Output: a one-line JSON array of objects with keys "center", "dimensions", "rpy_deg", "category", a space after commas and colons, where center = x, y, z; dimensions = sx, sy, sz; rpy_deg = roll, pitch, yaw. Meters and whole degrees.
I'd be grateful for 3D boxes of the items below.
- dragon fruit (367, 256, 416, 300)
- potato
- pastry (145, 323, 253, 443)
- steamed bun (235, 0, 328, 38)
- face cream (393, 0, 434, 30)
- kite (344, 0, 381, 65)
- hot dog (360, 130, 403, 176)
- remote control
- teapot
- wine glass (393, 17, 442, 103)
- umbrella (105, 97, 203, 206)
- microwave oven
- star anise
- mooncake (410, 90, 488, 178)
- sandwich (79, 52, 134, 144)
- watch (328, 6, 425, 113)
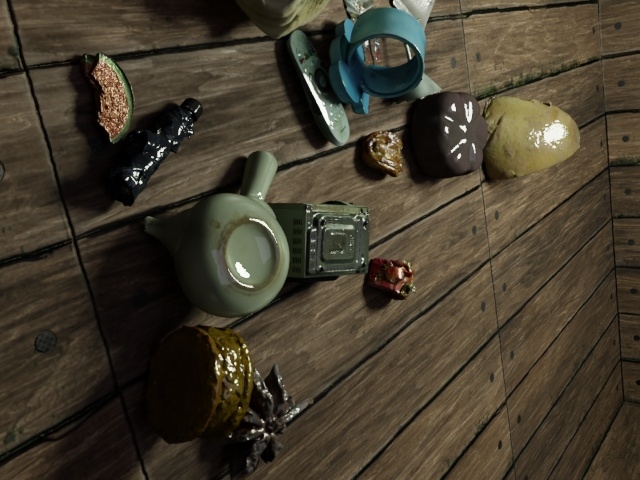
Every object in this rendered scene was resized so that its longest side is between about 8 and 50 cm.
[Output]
[{"center": [0.190, 0.089, 1.541], "dimensions": [0.147, 0.096, 0.102], "rpy_deg": [17, 75, -51], "category": "dragon fruit"}, {"center": [0.637, -0.319, 1.948], "dimensions": [0.189, 0.264, 0.211], "rpy_deg": [-57, 138, -45], "category": "potato"}, {"center": [-0.193, 0.229, 1.023], "dimensions": [0.103, 0.188, 0.189], "rpy_deg": [17, 78, -46], "category": "pastry"}, {"center": [-0.048, -0.547, 1.085], "dimensions": [0.247, 0.339, 0.352], "rpy_deg": [42, 57, 1], "category": "steamed bun"}, {"center": [0.272, -0.696, 1.632], "dimensions": [0.143, 0.089, 0.314], "rpy_deg": [31, 79, -46], "category": "face cream"}, {"center": [0.094, -0.522, 1.462], "dimensions": [0.141, 0.015, 0.245], "rpy_deg": [-26, 108, -46], "category": "kite"}, {"center": [0.156, -0.201, 1.512], "dimensions": [0.147, 0.065, 0.099], "rpy_deg": [18, 68, -47], "category": "hot dog"}, {"center": [-0.005, -0.312, 1.327], "dimensions": [0.097, 0.045, 0.256], "rpy_deg": [-54, 127, -47], "category": "remote control"}, {"center": [-0.130, -0.008, 1.105], "dimensions": [0.318, 0.149, 0.220], "rpy_deg": [-40, 113, -41], "category": "teapot"}, {"center": [0.219, -0.432, 1.543], "dimensions": [0.122, 0.122, 0.183], "rpy_deg": [-32, 112, -45], "category": "wine glass"}, {"center": [-0.261, -0.156, 1.011], "dimensions": [0.071, 0.080, 0.224], "rpy_deg": [36, 54, -6], "category": "umbrella"}, {"center": [0.000, 0.000, 1.281], "dimensions": [0.205, 0.129, 0.163], "rpy_deg": [-2, 92, -50], "category": "microwave oven"}, {"center": [-0.101, 0.334, 1.203], "dimensions": [0.231, 0.089, 0.209], "rpy_deg": [-34, 126, -31], "category": "star anise"}, {"center": [0.340, -0.277, 1.688], "dimensions": [0.245, 0.133, 0.245], "rpy_deg": [0, 90, -43], "category": "mooncake"}, {"center": [-0.317, -0.213, 0.964], "dimensions": [0.067, 0.029, 0.135], "rpy_deg": [-17, 106, -43], "category": "sandwich"}, {"center": [0.127, -0.381, 1.347], "dimensions": [0.211, 0.193, 0.211], "rpy_deg": [35, 50, -56], "category": "watch"}]
